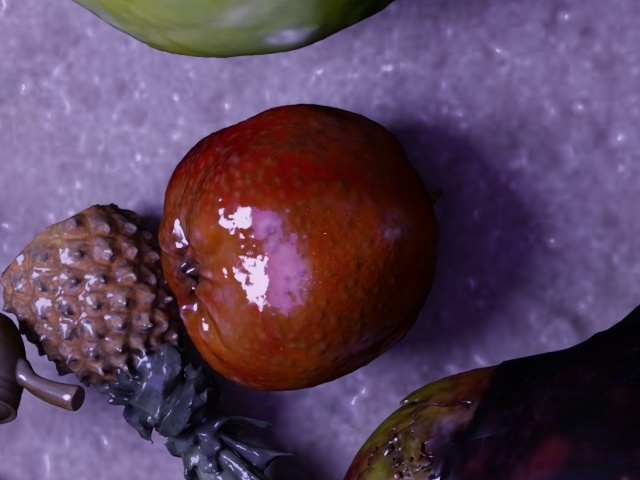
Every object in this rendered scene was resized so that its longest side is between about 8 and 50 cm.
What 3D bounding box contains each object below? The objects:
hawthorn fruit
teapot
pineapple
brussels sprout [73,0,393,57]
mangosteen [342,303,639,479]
[{"bbox_3d":[0.000,0.000,1.116,0.179,0.200,0.179,27,123,52],"label":"hawthorn fruit"},{"bbox_3d":[-0.201,0.090,1.136,0.110,0.085,0.080,1,65,13],"label":"teapot"},{"bbox_3d":[-0.102,0.112,1.176,0.130,0.119,0.277,-39,84,28],"label":"pineapple"},{"bbox_3d":[-0.053,-0.275,1.038,0.344,0.268,0.344,1,92,19],"label":"brussels sprout"},{"bbox_3d":[0.181,0.233,0.996,0.421,0.381,0.381,-25,91,25],"label":"mangosteen"}]
